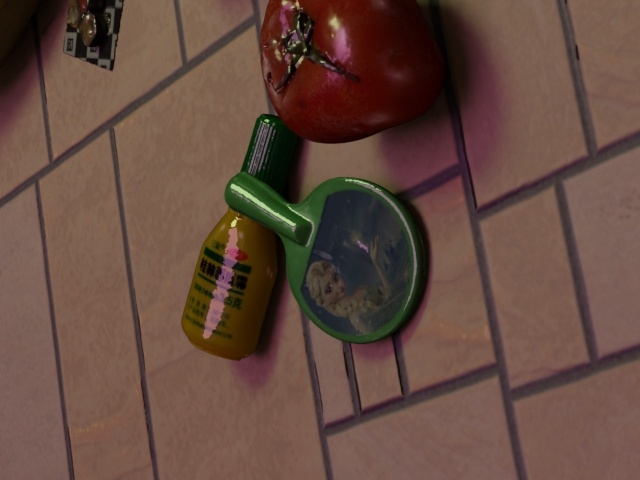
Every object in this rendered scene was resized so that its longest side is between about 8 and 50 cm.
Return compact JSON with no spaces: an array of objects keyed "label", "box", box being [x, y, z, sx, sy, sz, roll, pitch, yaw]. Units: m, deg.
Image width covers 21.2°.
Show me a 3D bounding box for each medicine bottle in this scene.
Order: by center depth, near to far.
[{"label":"medicine bottle","box":[-0.078,-0.005,1.804,0.095,0.064,0.260,24,103,32]}]

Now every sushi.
[{"label":"sushi","box":[-0.290,-0.323,2.133,0.139,0.031,0.201,24,107,52]}]

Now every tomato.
[{"label":"tomato","box":[0.035,-0.178,1.589,0.187,0.151,0.187,-12,76,60]}]

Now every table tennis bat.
[{"label":"table tennis bat","box":[0.000,0.000,1.683,0.257,0.039,0.160,32,113,34]}]

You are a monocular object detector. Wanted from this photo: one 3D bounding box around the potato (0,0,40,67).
[{"label":"potato","box":[-0.489,-0.351,2.257,0.359,0.219,0.269,-40,66,37]}]
